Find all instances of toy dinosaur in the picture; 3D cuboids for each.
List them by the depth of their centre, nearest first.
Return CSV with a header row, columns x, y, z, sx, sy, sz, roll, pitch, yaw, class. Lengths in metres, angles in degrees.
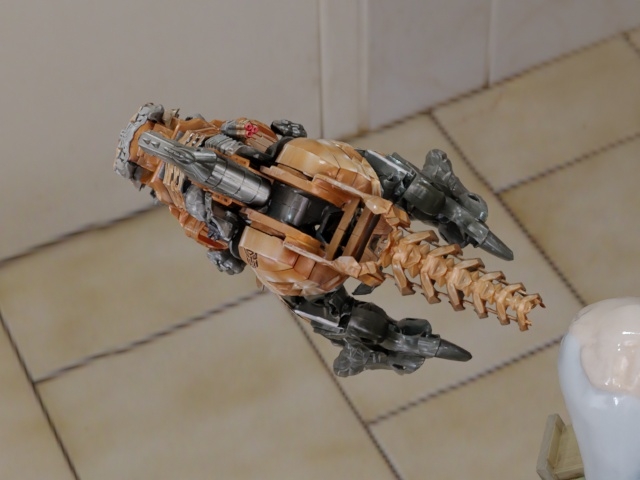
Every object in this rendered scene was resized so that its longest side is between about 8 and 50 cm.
x,y,z,sx,sy,sz,roll,pitch,yaw,class
0.000,0.000,0.978,0.164,0.218,0.322,-49,49,12,toy dinosaur

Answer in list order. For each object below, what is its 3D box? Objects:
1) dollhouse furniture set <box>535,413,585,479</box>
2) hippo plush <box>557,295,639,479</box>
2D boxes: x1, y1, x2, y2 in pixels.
x,y,z,sx,sy,sz,roll,pitch,yaw,class
0.242,0.186,1.033,0.182,0.101,0.161,-19,29,31,dollhouse furniture set
0.213,0.162,0.813,0.294,0.234,0.236,-32,17,19,hippo plush
